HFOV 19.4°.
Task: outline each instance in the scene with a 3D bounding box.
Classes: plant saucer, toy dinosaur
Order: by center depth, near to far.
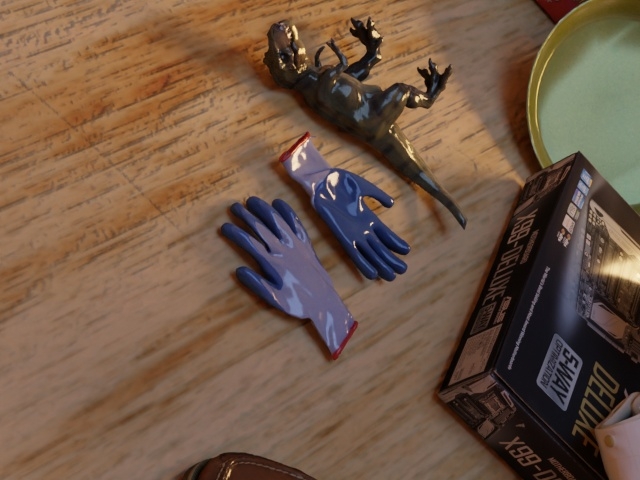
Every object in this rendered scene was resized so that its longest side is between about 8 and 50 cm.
[{"bbox_3d":[0.054,-0.132,1.714,0.268,0.064,0.118,38,62,-23],"label":"toy dinosaur"},{"bbox_3d":[0.312,-0.132,1.905,0.241,0.037,0.241,0,90,-19],"label":"plant saucer"}]

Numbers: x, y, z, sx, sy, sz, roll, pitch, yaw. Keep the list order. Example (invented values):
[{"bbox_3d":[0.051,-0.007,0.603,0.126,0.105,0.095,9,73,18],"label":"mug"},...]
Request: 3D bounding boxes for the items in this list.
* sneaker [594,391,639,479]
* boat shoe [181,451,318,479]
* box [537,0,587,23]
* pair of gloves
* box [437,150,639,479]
[{"bbox_3d":[0.359,0.193,1.681,0.292,0.108,0.169,-8,81,-46],"label":"sneaker"},{"bbox_3d":[0.034,0.242,1.464,0.307,0.104,0.110,32,50,-27],"label":"boat shoe"},{"bbox_3d":[0.272,-0.328,1.972,0.257,0.122,0.128,46,46,-16],"label":"box"},{"bbox_3d":[0.000,0.000,1.622,0.159,0.023,0.198,50,45,-13],"label":"pair of gloves"},{"bbox_3d":[0.255,0.104,1.762,0.242,0.076,0.307,45,45,-18],"label":"box"}]
